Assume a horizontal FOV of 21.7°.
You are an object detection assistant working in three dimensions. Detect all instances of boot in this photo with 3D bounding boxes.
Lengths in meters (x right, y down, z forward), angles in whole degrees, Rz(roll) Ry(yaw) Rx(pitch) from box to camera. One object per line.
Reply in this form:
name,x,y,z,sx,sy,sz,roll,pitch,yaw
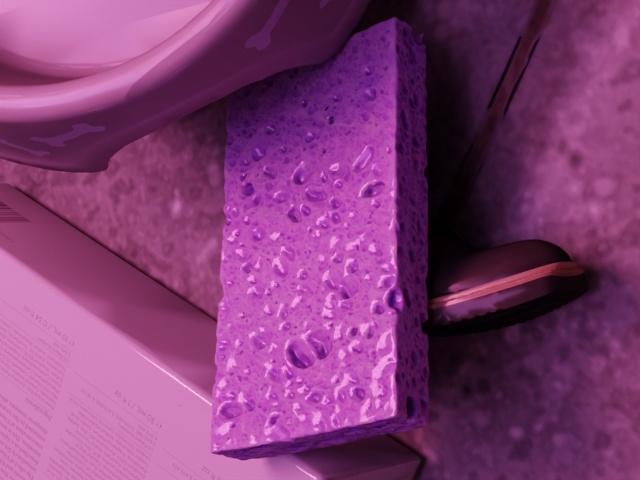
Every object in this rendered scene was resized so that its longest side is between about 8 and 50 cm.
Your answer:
boot,0.039,-0.015,0.871,0.198,0.077,0.137,-12,79,38

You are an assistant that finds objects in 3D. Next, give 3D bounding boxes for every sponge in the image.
sponge,0.000,0.000,0.843,0.117,0.031,0.210,-15,64,36

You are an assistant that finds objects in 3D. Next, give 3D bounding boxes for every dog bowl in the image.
dog bowl,-0.131,-0.209,0.837,0.349,0.102,0.348,0,90,14

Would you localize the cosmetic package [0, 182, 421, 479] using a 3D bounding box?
cosmetic package,-0.146,0.167,1.012,0.377,0.097,0.284,31,109,34
